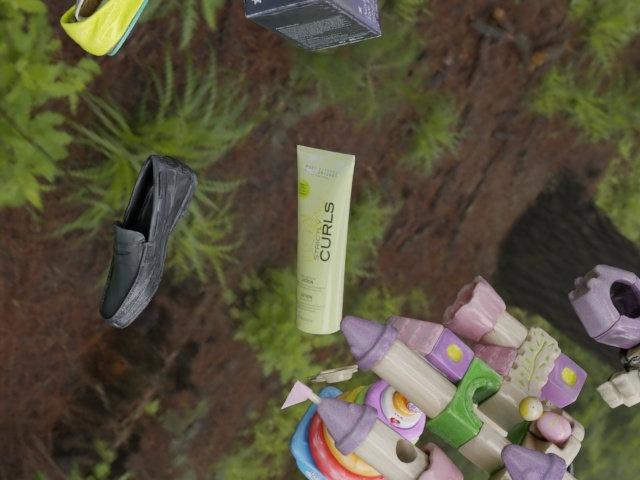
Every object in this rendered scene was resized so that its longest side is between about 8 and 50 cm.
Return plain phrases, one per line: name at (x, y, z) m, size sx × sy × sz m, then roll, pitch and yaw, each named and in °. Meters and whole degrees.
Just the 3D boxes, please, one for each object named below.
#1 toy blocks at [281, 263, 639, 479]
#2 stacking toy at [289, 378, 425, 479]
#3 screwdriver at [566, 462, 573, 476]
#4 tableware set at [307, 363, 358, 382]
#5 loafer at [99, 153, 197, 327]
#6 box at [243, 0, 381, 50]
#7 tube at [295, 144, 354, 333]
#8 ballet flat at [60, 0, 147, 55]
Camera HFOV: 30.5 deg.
toy blocks at (0.133, 0.138, 1.171) m, size 0.309 × 0.260 × 0.288 m, roll -43°, pitch -172°, yaw 49°
stacking toy at (0.101, 0.272, 1.800) m, size 0.302 × 0.175 × 0.166 m, roll -46°, pitch -173°, yaw 47°
screwdriver at (0.343, 0.379, 1.656) m, size 0.024 × 0.025 × 0.170 m, roll -57°, pitch -168°, yaw 41°
tableware set at (0.058, 0.170, 1.582) m, size 0.141 × 0.020 × 0.168 m, roll -12°, pitch 177°, yaw -9°
loafer at (-0.228, -0.001, 1.456) m, size 0.078 × 0.076 × 0.223 m, roll 22°, pitch 90°, yaw -46°
box at (-0.013, -0.336, 1.460) m, size 0.207 × 0.108 × 0.153 m, roll 5°, pitch 76°, yaw -69°
tube at (0.000, 0.000, 1.520) m, size 0.070 × 0.062 × 0.240 m, roll 2°, pitch 106°, yaw -4°
ballet flat at (-0.197, -0.298, 1.252) m, size 0.077 × 0.077 × 0.231 m, roll 28°, pitch 111°, yaw -34°
